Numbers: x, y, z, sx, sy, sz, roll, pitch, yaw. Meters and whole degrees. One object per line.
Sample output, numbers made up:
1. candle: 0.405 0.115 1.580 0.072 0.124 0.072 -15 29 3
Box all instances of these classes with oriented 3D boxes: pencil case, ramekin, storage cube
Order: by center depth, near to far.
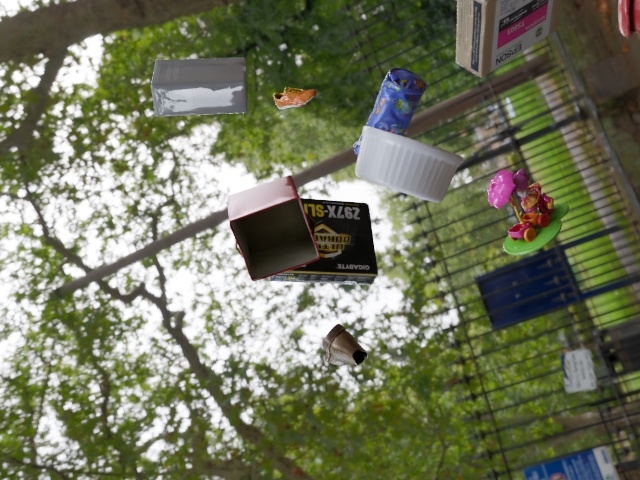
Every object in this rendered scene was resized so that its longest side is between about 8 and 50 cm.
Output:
1. storage cube: -0.125 -0.036 1.745 0.193 0.214 0.184 -113 4 -65
2. ramekin: 0.225 -0.198 1.761 0.277 0.277 0.135 -5 -66 -70
3. pencil case: 0.199 -0.364 1.997 0.133 0.306 0.119 3 -138 -28

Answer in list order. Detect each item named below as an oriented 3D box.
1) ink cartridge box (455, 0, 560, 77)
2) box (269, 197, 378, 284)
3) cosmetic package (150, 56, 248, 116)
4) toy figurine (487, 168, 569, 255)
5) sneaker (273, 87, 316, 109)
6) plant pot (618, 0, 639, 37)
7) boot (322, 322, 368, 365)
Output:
1. ink cartridge box: 0.400 -0.488 1.403 0.088 0.234 0.193 45 162 35
2. box: 0.000 0.000 2.001 0.079 0.321 0.257 116 153 -55
3. cosmetic package: -0.303 -0.393 1.695 0.127 0.237 0.107 -93 5 -45
4. toy figurine: 0.422 -0.084 1.387 0.159 0.173 0.130 55 163 -18
5. sneaker: -0.094 -0.510 2.352 0.067 0.175 0.064 62 -143 -33
6. plant pot: 0.845 -0.601 1.665 0.191 0.174 0.191 -10 -79 -61
7. boot: 0.084 0.342 1.984 0.115 0.112 0.305 36 170 18
